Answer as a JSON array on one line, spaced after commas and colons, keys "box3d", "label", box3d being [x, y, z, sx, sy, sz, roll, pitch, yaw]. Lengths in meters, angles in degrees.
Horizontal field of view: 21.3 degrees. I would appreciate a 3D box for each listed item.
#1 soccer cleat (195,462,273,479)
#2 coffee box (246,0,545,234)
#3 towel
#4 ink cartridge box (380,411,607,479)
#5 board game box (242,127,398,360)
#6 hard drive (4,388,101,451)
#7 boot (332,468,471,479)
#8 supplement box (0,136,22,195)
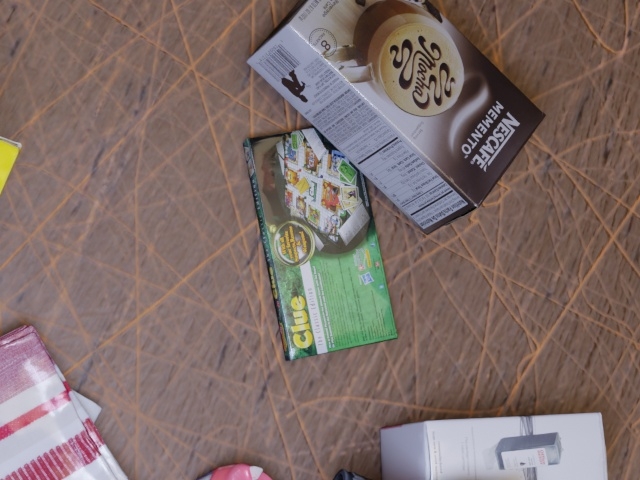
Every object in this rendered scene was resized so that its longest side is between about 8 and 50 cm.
[{"box3d": [-0.043, 0.338, 1.904, 0.248, 0.095, 0.083, 48, 51, -25], "label": "soccer cleat"}, {"box3d": [0.088, -0.174, 1.952, 0.297, 0.119, 0.168, 43, 59, -9], "label": "coffee box"}, {"box3d": [-0.314, 0.278, 1.770, 0.237, 0.037, 0.329, -32, 89, -27], "label": "towel"}, {"box3d": [0.195, 0.247, 1.936, 0.218, 0.158, 0.092, 1, 81, -17], "label": "ink cartridge box"}, {"box3d": [0.000, 0.000, 1.971, 0.136, 0.030, 0.259, -9, 87, -20], "label": "board game box"}, {"box3d": [-0.389, 0.259, 1.786, 0.203, 0.040, 0.307, 32, 65, -12], "label": "hard drive"}, {"box3d": [0.091, 0.365, 1.861, 0.223, 0.338, 0.118, 4, 38, -3], "label": "boot"}, {"box3d": [-0.437, -0.019, 1.664, 0.194, 0.356, 0.195, 23, 78, -13], "label": "supplement box"}]
